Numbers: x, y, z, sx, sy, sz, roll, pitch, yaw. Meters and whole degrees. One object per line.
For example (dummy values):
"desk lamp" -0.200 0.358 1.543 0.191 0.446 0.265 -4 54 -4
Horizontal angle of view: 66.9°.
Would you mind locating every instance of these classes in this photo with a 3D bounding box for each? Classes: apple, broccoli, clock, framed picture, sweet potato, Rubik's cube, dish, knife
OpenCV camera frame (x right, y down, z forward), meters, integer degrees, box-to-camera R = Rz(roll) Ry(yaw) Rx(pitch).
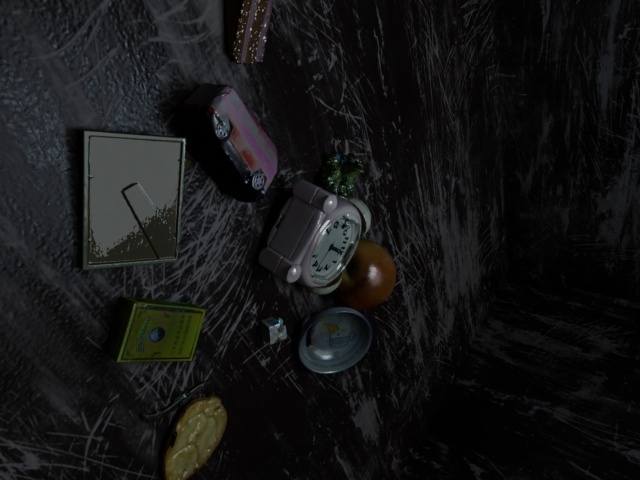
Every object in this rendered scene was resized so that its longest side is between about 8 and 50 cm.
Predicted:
"apple" 0.141 0.118 1.723 0.253 0.253 0.254 -22 119 -48
"broccoli" 0.080 -0.222 1.587 0.167 0.160 0.155 -11 83 -41
"clock" 0.000 0.000 1.513 0.325 0.184 0.342 22 102 -54
"framed picture" -0.397 -0.083 1.038 0.211 0.020 0.290 -4 109 -37
"sweet potato" -0.379 -0.159 1.071 0.249 0.059 0.069 -7 87 -49
"Rubik's cube" -0.144 0.282 1.519 0.073 0.075 0.084 -17 130 -33
"dish" 0.035 0.331 1.738 0.273 0.134 0.273 -9 119 -16
"knife" -0.379 0.435 1.300 0.222 0.021 0.046 -17 112 -49

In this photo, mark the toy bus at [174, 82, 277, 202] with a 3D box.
"toy bus" -0.218 -0.237 1.199 0.147 0.127 0.303 -62 142 -24

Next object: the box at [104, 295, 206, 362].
"box" -0.393 0.218 1.173 0.220 0.064 0.141 20 86 -53

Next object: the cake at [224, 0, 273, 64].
"cake" -0.165 -0.583 1.182 0.116 0.112 0.295 -18 122 -48

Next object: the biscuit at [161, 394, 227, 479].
"biscuit" -0.359 0.559 1.358 0.260 0.041 0.203 -63 145 -16
